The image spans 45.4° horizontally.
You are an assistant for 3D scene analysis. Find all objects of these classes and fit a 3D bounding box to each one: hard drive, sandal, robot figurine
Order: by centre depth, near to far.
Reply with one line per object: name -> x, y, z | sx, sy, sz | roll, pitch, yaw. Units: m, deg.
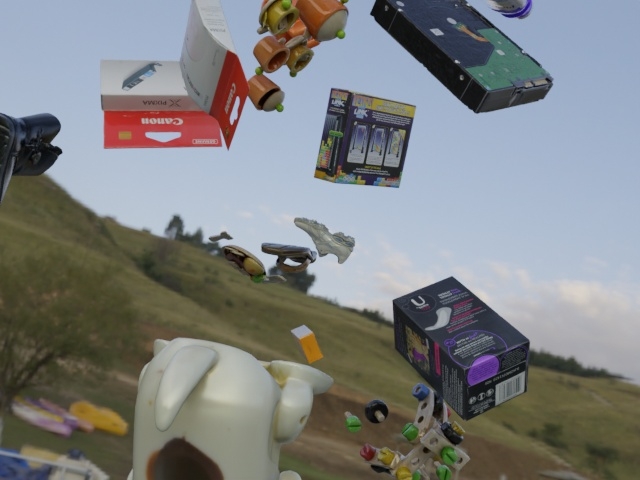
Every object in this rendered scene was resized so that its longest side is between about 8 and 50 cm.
hard drive -> 0.291, -0.397, 1.573 | 0.237, 0.339, 0.064 | -19, -33, -39
sandal -> -0.063, 0.041, 1.625 | 0.090, 0.060, 0.219 | 7, -6, 13
robot figurine -> -0.075, -0.558, 1.929 | 0.158, 0.128, 0.219 | 18, 28, -40

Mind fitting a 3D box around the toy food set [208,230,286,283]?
toy food set -> -0.184, 0.056, 1.805 | 0.192, 0.038, 0.132 | 40, -24, -20

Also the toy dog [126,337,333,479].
toy dog -> -0.150, 0.357, 1.060 | 0.285, 0.407, 0.395 | 11, -13, 0

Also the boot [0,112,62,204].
boot -> -0.570, -0.119, 1.400 | 0.094, 0.246, 0.207 | 23, 9, 5

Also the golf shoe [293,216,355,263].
golf shoe -> 0.000, 0.000, 1.990 | 0.176, 0.086, 0.069 | 26, 10, 10

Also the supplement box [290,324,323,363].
supplement box -> -0.030, 0.228, 1.695 | 0.036, 0.062, 0.098 | -24, 10, -10

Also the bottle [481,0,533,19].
bottle -> 0.465, -0.624, 1.928 | 0.118, 0.092, 0.283 | 18, 9, 29

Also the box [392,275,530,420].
box -> 0.288, 0.218, 1.602 | 0.165, 0.143, 0.270 | -19, 34, -19

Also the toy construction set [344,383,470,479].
toy construction set -> 0.247, 0.527, 1.823 | 0.258, 0.308, 0.237 | -26, 20, -10

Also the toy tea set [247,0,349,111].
toy tea set -> -0.051, -0.403, 1.681 | 0.124, 0.200, 0.336 | 49, -31, 14

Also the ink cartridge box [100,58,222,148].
ink cartridge box -> -0.403, -0.350, 1.940 | 0.297, 0.261, 0.066 | -3, -37, -14

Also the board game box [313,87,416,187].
board game box -> 0.072, -0.158, 1.211 | 0.048, 0.141, 0.170 | 18, 11, 40

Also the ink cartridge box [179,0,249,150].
ink cartridge box -> -0.206, -0.314, 1.440 | 0.066, 0.232, 0.189 | -3, -30, -22
